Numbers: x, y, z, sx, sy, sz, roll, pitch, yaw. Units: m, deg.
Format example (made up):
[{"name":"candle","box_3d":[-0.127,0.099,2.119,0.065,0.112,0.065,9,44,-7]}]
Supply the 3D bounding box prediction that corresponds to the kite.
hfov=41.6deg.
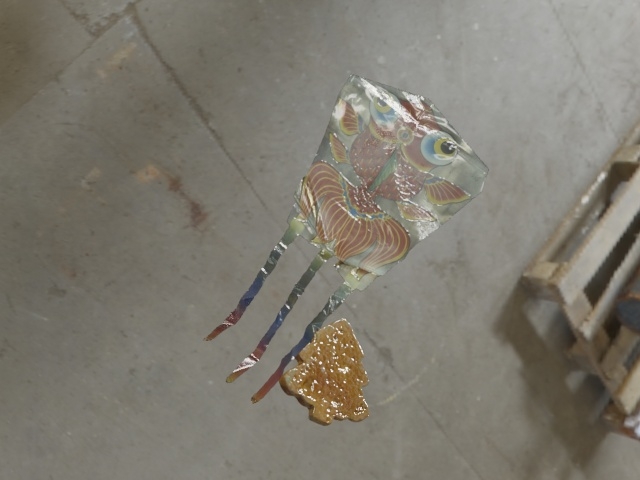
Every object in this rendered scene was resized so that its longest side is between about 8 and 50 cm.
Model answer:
[{"name":"kite","box_3d":[0.002,0.001,0.555,0.229,0.127,0.016,-51,146,12]}]

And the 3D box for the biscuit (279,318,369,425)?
[{"name":"biscuit","box_3d":[0.012,0.151,0.977,0.119,0.019,0.130,29,58,-20]}]
